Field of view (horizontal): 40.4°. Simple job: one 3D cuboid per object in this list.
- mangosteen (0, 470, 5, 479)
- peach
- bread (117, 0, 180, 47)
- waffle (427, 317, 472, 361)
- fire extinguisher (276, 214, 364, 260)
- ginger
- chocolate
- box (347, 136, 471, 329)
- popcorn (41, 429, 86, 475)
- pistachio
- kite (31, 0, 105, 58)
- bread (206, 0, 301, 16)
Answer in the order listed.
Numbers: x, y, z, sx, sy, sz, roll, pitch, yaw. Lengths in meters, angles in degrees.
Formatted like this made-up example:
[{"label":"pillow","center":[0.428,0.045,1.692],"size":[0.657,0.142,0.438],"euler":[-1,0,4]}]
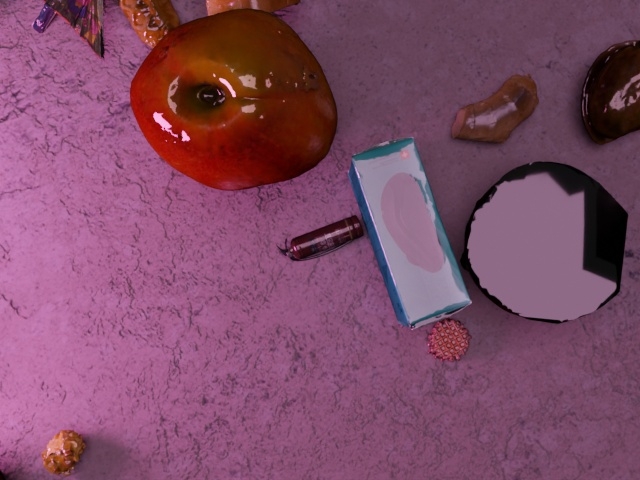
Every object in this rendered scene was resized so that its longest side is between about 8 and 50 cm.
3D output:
[{"label":"mangosteen","center":[-0.679,0.461,1.489],"size":[0.289,0.231,0.231],"euler":[1,86,25]},{"label":"peach","center":[-0.138,-0.229,1.457],"size":[0.372,0.372,0.290],"euler":[-8,89,-2]},{"label":"bread","center":[-0.373,-0.517,1.613],"size":[0.077,0.084,0.368],"euler":[-35,85,41]},{"label":"waffle","center":[0.236,0.185,1.603],"size":[0.075,0.029,0.083],"euler":[20,89,3]},{"label":"fire extinguisher","center":[0.000,0.000,1.603],"size":[0.158,0.043,0.064],"euler":[-21,129,-2]},{"label":"ginger","center":[0.329,-0.239,1.612],"size":[0.190,0.069,0.095],"euler":[-37,66,-2]},{"label":"chocolate","center":[0.385,0.011,1.540],"size":[0.283,0.186,0.284],"euler":[-1,82,8]},{"label":"box","center":[0.150,-0.010,1.527],"size":[0.118,0.205,0.311],"euler":[-18,86,0]},{"label":"popcorn","center":[-0.458,0.378,1.554],"size":[0.057,0.083,0.082],"euler":[44,62,-25]},{"label":"pistachio","center":[0.561,-0.270,1.590],"size":[0.165,0.130,0.210],"euler":[35,95,-2]},{"label":"kite","center":[-0.473,-0.486,1.599],"size":[0.321,0.016,0.234],"euler":[44,109,9]},{"label":"bread","center":[-0.120,-0.467,1.556],"size":[0.140,0.160,0.169],"euler":[-2,95,33]}]
